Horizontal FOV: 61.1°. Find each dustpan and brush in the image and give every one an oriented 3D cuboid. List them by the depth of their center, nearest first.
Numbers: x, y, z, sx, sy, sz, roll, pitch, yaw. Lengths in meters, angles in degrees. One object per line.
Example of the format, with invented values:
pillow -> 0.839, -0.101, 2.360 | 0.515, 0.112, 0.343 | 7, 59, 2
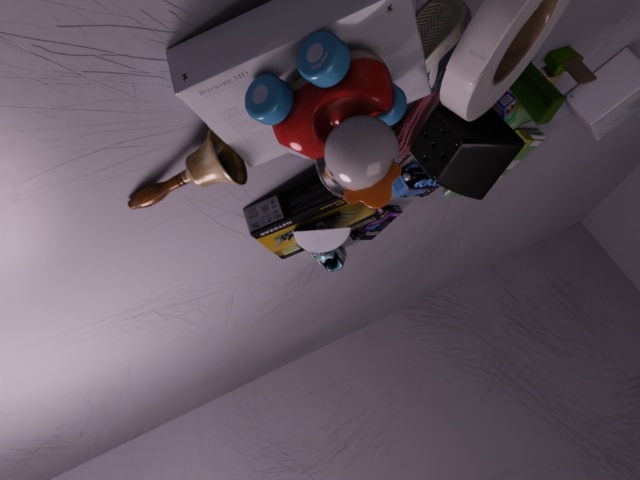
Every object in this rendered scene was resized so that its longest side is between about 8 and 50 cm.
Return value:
dustpan and brush -> 0.000, 0.000, 1.427 | 0.148, 0.060, 0.211 | -5, 151, -4

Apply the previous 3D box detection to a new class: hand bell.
hand bell -> -0.279, -0.119, 1.069 | 0.242, 0.126, 0.126 | -23, 160, 16

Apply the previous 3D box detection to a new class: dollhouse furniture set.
dollhouse furniture set -> 0.617, -0.368, 1.542 | 0.198, 0.151, 0.301 | -22, 156, -20

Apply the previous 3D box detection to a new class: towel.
towel -> 0.340, -0.323, 1.390 | 0.329, 0.037, 0.237 | -17, 147, -37
towel -> 0.605, -0.267, 1.894 | 0.248, 0.038, 0.325 | -7, 150, -42

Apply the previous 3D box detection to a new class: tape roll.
tape roll -> 0.387, -0.421, 1.095 | 0.392, 0.072, 0.392 | -45, 164, -17

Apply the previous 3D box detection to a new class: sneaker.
sneaker -> 0.177, -0.325, 1.118 | 0.350, 0.131, 0.148 | -39, 152, 19
sneaker -> 0.027, 0.055, 1.741 | 0.110, 0.122, 0.283 | -33, 157, 8

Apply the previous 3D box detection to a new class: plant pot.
plant pot -> 0.333, -0.227, 1.312 | 0.167, 0.188, 0.187 | -2, 139, -33

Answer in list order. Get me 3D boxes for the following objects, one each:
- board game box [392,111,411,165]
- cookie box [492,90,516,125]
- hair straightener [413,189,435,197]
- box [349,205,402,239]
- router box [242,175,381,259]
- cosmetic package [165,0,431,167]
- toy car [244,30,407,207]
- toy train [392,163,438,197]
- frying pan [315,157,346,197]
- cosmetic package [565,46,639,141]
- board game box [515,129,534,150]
board game box -> 0.202, -0.245, 1.454 | 0.281, 0.027, 0.145 | -43, 156, 28
cookie box -> 0.441, -0.340, 1.346 | 0.040, 0.091, 0.107 | -38, 155, 5
hair straightener -> 0.390, -0.210, 1.749 | 0.231, 0.047, 0.089 | -31, 158, 13
box -> 0.187, -0.058, 1.823 | 0.116, 0.029, 0.162 | -1, 145, -50
router box -> -0.013, -0.069, 1.422 | 0.309, 0.080, 0.243 | -23, 159, 9
cosmetic package -> -0.018, -0.283, 0.917 | 0.378, 0.097, 0.284 | -20, 161, 10
toy car -> 0.036, -0.148, 0.835 | 0.210, 0.237, 0.219 | -28, 155, 28
toy train -> 0.295, -0.182, 1.641 | 0.184, 0.080, 0.105 | -9, 159, -46
frying pan -> 0.031, -0.220, 1.201 | 0.326, 0.053, 0.197 | 30, 82, -32
cosmetic package -> 0.947, -0.467, 1.763 | 0.224, 0.138, 0.225 | -41, 154, 23
board game box -> 0.586, -0.276, 1.736 | 0.092, 0.043, 0.181 | -10, 152, -52
